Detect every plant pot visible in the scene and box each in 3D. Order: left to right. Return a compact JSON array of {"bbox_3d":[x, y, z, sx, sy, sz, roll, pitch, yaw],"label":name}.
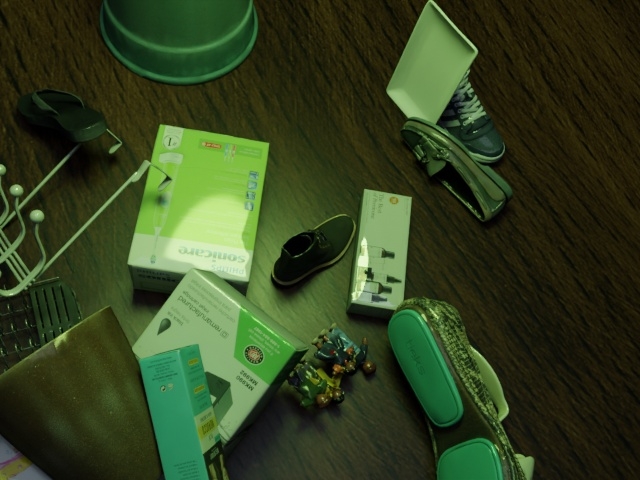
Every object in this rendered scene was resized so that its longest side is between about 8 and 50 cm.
[{"bbox_3d":[-0.316,0.245,0.968,0.215,0.215,0.230,-35,93,-22],"label":"plant pot"},{"bbox_3d":[-0.281,-0.548,1.392,0.340,0.334,0.341,4,64,-7],"label":"plant pot"}]

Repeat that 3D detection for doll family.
[{"bbox_3d":[0.023,0.223,1.226,0.111,0.076,0.193,38,62,14],"label":"doll family"}]

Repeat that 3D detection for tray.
[{"bbox_3d":[0.222,-0.336,1.411,0.030,0.270,0.145,-29,73,-26],"label":"tray"}]

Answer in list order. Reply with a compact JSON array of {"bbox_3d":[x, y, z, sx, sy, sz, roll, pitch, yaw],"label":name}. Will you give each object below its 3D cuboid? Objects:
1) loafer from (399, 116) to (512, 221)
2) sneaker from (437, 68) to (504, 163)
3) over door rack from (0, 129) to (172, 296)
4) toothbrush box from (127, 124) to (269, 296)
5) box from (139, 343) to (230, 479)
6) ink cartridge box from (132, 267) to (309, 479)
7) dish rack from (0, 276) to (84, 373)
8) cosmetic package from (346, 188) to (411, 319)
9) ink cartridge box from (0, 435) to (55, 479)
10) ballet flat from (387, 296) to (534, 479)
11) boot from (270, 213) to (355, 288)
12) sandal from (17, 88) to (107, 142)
[{"bbox_3d":[0.262,-0.144,1.428,0.267,0.096,0.084,39,71,7],"label":"loafer"},{"bbox_3d":[0.296,-0.298,1.468,0.099,0.153,0.282,-30,73,-20],"label":"sneaker"},{"bbox_3d":[-0.450,-0.079,1.196,0.324,0.108,0.239,-40,43,-15],"label":"over door rack"},{"bbox_3d":[-0.215,-0.048,1.286,0.206,0.122,0.283,8,63,-6],"label":"toothbrush box"},{"bbox_3d":[-0.182,0.273,0.985,0.060,0.100,0.245,-15,85,5],"label":"box"},{"bbox_3d":[-0.191,0.221,1.104,0.211,0.121,0.289,36,90,10],"label":"ink cartridge box"},{"bbox_3d":[-0.527,0.162,1.154,0.271,0.074,0.208,-16,63,-16],"label":"dish rack"},{"bbox_3d":[0.113,0.024,1.340,0.098,0.060,0.239,10,64,-5],"label":"cosmetic package"},{"bbox_3d":[-0.480,0.384,0.998,0.270,0.198,0.197,37,64,8],"label":"ink cartridge box"},{"bbox_3d":[0.260,0.318,1.185,0.182,0.164,0.483,2,63,-39],"label":"ballet flat"},{"bbox_3d":[0.000,0.000,1.290,0.077,0.137,0.198,42,65,11],"label":"boot"},{"bbox_3d":[-0.481,-0.248,1.317,0.254,0.055,0.097,23,47,37],"label":"sandal"}]
